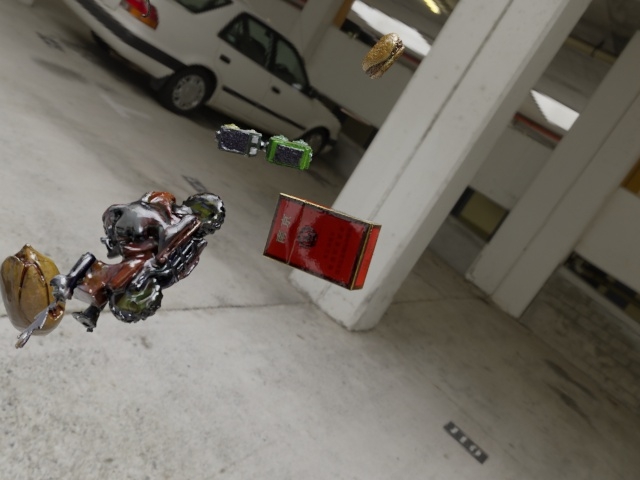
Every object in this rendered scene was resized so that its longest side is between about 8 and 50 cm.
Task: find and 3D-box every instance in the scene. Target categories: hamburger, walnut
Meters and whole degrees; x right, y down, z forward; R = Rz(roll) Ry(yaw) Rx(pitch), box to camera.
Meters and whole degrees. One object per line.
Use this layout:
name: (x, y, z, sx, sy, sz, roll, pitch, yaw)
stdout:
hamburger: (0.107, -0.319, 1.034, 0.044, 0.083, 0.076, 43, 3, -20)
walnut: (-0.653, 0.116, 1.358, 0.137, 0.245, 0.137, -1, 25, 0)

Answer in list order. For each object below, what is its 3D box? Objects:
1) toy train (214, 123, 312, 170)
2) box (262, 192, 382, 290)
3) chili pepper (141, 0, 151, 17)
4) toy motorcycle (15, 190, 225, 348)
toy train: (-0.115, -0.189, 1.208, 0.202, 0.060, 0.081, 12, 12, -7)
box: (0.000, 0.000, 1.319, 0.240, 0.153, 0.074, 20, 12, 28)
chili pepper: (-0.393, -0.634, 1.345, 0.059, 0.267, 0.050, 20, 39, 16)
toy motorcycle: (-0.333, 0.044, 0.995, 0.207, 0.400, 0.134, 18, -35, 17)
